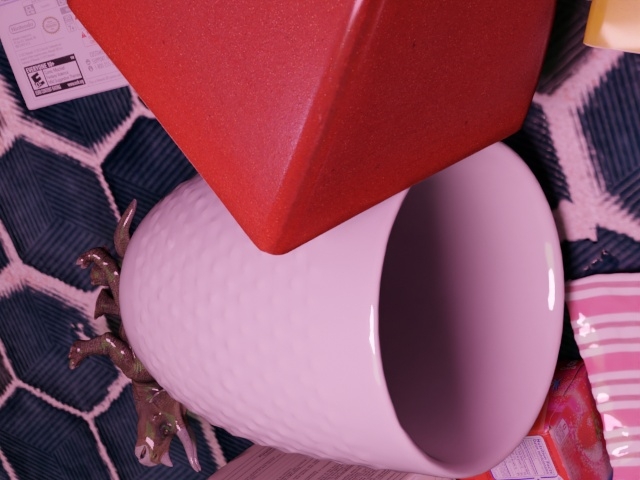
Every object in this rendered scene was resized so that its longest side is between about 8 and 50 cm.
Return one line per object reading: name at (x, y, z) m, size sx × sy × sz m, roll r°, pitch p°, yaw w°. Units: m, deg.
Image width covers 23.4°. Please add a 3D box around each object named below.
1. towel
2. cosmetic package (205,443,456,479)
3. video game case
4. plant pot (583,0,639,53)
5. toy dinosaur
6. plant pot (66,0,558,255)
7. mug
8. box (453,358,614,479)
towel at (0.285, 0.121, 1.314) m, size 0.144 × 0.029 × 0.197 m, roll -9°, pitch 100°, yaw 50°
cosmetic package at (0.002, 0.283, 1.460) m, size 0.296 × 0.153 × 0.129 m, roll -4°, pitch 117°, yaw 56°
video game case at (-0.193, -0.259, 1.358) m, size 0.269 × 0.061 × 0.244 m, roll -9°, pitch 108°, yaw 36°
plant pot at (0.311, -0.225, 1.018) m, size 0.212 × 0.212 × 0.187 m, roll 10°, pitch 110°, yaw 25°
toy dinosaur at (-0.165, 0.076, 1.568) m, size 0.160 × 0.121 × 0.313 m, roll 16°, pitch 123°, yaw 7°
plant pot at (0.016, -0.199, 1.086) m, size 0.267 × 0.267 × 0.236 m, roll 51°, pitch 147°, yaw 17°
mug at (0.000, 0.000, 1.327) m, size 0.328 × 0.276 × 0.374 m, roll 2°, pitch 90°, yaw 39°
box at (0.221, 0.248, 1.423) m, size 0.128 × 0.122 × 0.257 m, roll -10°, pitch 113°, yaw 37°
